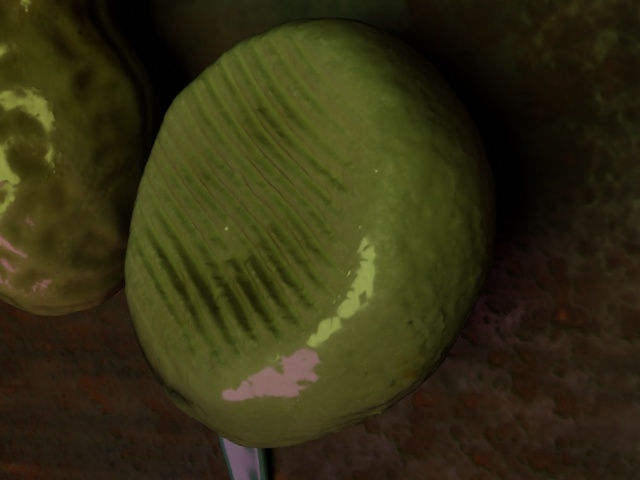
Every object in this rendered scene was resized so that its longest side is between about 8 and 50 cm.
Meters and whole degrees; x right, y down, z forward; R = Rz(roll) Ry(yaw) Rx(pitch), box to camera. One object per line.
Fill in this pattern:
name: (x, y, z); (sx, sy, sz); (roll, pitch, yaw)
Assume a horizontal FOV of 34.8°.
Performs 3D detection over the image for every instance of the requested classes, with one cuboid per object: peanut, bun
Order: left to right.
peanut: (-0.163, -0.108, 0.582); (0.147, 0.147, 0.306); (-5, 97, 37)
bun: (0.000, 0.000, 0.503); (0.222, 0.127, 0.222); (-20, 63, 47)

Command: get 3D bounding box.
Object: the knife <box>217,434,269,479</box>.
knife: (-0.029, 0.196, 0.650); (0.044, 0.019, 0.313); (-4, 104, 34)
